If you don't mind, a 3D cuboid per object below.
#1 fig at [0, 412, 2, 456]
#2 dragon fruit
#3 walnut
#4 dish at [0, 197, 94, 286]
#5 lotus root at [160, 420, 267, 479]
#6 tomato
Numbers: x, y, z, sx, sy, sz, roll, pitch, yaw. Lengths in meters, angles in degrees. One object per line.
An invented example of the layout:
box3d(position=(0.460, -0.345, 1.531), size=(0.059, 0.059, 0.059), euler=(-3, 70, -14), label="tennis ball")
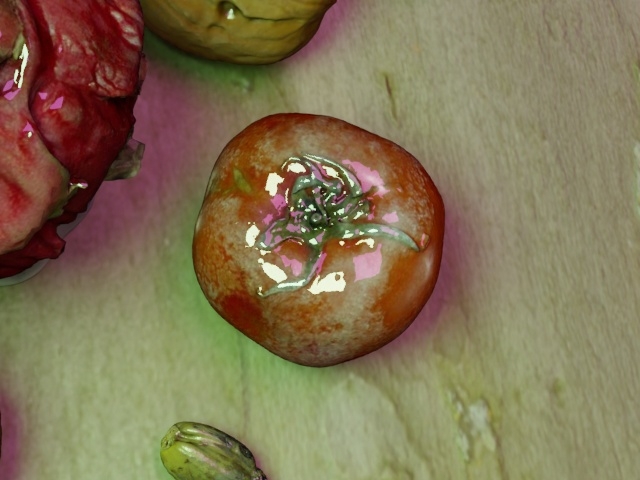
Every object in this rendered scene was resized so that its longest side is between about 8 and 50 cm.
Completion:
box3d(position=(-0.281, 0.123, 0.826), size=(0.190, 0.290, 0.190), euler=(35, 36, -30), label="fig")
box3d(position=(-0.285, -0.117, 0.822), size=(0.329, 0.329, 0.329), euler=(11, 62, -22), label="dragon fruit")
box3d(position=(-0.086, -0.272, 1.148), size=(0.222, 0.195, 0.195), euler=(20, 60, -17), label="walnut")
box3d(position=(-0.299, -0.075, 1.017), size=(0.229, 0.081, 0.229), euler=(10, 63, -21), label="dish")
box3d(position=(-0.091, 0.191, 1.012), size=(0.099, 0.049, 0.054), euler=(28, 49, -11), label="lotus root")
box3d(position=(-0.002, 0.004, 1.064), size=(0.232, 0.188, 0.232), euler=(-1, 80, 5), label="tomato")
